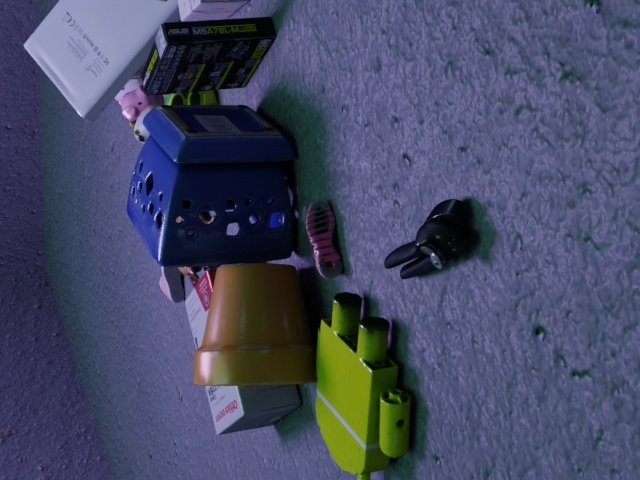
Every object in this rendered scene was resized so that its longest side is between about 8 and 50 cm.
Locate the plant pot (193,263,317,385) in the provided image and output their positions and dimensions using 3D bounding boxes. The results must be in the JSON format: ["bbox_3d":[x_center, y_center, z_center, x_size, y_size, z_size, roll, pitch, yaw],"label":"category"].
[{"bbox_3d":[-0.101,0.135,1.564,0.205,0.205,0.188,165,106,-67],"label":"plant pot"}]

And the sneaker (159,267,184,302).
[{"bbox_3d":[-0.358,0.077,2.304,0.070,0.051,0.134,26,126,56],"label":"sneaker"}]

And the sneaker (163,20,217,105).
[{"bbox_3d":[-0.263,-0.298,1.914,0.123,0.109,0.295,155,108,-81],"label":"sneaker"}]

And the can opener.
[{"bbox_3d":[0.128,0.013,1.175,0.059,0.073,0.186,38,154,0],"label":"can opener"}]

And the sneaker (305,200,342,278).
[{"bbox_3d":[0.000,0.000,1.471,0.057,0.047,0.119,164,98,-78],"label":"sneaker"}]

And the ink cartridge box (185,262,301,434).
[{"bbox_3d":[-0.147,0.201,1.783,0.197,0.114,0.273,132,124,-61],"label":"ink cartridge box"}]

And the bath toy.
[{"bbox_3d":[-0.376,-0.267,2.112,0.151,0.129,0.348,95,156,-43],"label":"bath toy"}]

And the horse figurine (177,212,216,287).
[{"bbox_3d":[-0.260,0.000,2.037,0.174,0.066,0.263,2,97,61],"label":"horse figurine"}]

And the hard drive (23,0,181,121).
[{"bbox_3d":[-0.397,-0.435,1.876,0.353,0.047,0.233,-47,66,12],"label":"hard drive"}]

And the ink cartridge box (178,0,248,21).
[{"bbox_3d":[-0.186,-0.440,1.674,0.143,0.090,0.092,172,89,-67],"label":"ink cartridge box"}]

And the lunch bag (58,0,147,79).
[{"bbox_3d":[-0.442,-0.530,2.090,0.305,0.212,0.256,64,147,37],"label":"lunch bag"}]

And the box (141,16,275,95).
[{"bbox_3d":[-0.189,-0.303,1.613,0.190,0.184,0.045,138,118,-64],"label":"box"}]

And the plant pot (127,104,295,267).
[{"bbox_3d":[-0.178,-0.102,1.612,0.236,0.236,0.212,-135,48,-55],"label":"plant pot"}]

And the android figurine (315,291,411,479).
[{"bbox_3d":[0.052,0.221,1.405,0.248,0.056,0.273,-142,49,-58],"label":"android figurine"}]
